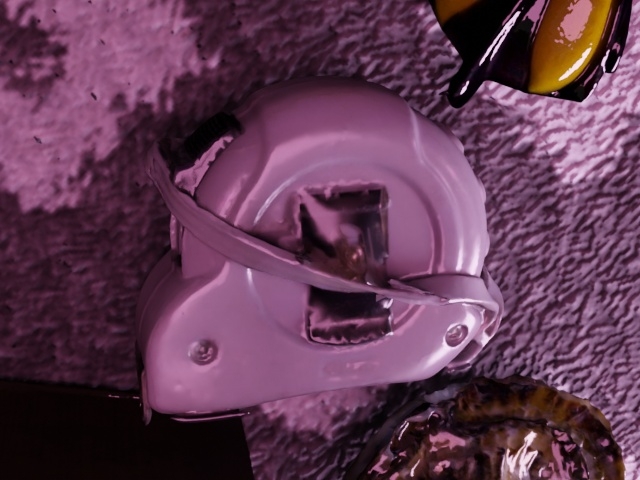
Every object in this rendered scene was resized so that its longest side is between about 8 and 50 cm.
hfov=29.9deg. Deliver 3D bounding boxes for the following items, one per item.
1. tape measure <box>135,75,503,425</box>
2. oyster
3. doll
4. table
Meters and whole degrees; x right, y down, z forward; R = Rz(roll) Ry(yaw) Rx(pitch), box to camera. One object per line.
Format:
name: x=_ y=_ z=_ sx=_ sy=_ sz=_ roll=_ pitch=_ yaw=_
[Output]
tape measure: x=0.000 y=0.000 z=0.727 sx=0.236 sy=0.120 sz=0.197 roll=-6 pitch=108 yaw=-12
oyster: x=0.060 y=0.228 z=0.765 sx=0.162 sy=0.158 sz=0.351 roll=36 pitch=73 yaw=18
doll: x=0.150 y=-0.181 z=0.705 sx=0.248 sy=0.127 sz=0.088 roll=-49 pitch=143 yaw=11
table: x=-0.144 y=0.255 z=0.701 sx=0.196 sy=0.282 sz=0.250 roll=7 pitch=108 yaw=-12
